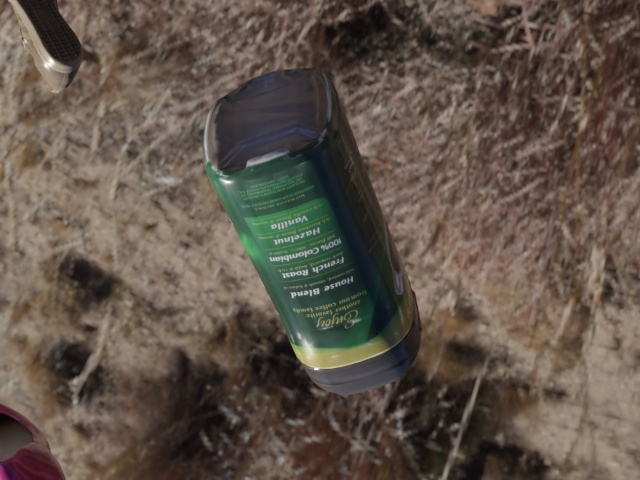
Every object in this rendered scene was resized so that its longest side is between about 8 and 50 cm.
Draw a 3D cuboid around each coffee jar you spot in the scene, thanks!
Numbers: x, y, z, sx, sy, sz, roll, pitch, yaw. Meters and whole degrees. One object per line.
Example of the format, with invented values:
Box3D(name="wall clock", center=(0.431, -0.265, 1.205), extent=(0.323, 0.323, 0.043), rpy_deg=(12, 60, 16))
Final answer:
Box3D(name="coffee jar", center=(0.000, 0.000, 0.630), extent=(0.079, 0.096, 0.184), rpy_deg=(-17, 126, 9))

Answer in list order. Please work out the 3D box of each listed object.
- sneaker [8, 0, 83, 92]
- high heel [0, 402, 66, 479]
Box3D(name="sneaker", center=(-0.334, -0.257, 1.275), extent=(0.066, 0.188, 0.071), rpy_deg=(-9, 153, -33))
Box3D(name="high heel", center=(-0.256, 0.155, 0.840), extent=(0.244, 0.082, 0.117), rpy_deg=(40, 151, 52))
